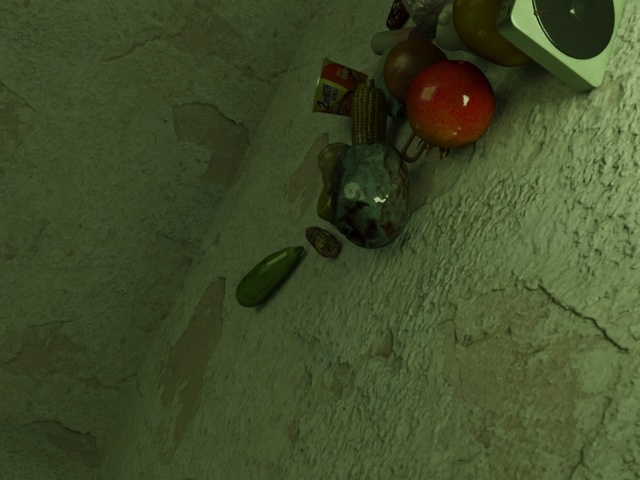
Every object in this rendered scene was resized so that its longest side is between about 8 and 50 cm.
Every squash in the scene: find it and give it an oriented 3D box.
[{"bbox_3d":[-0.194,0.126,2.241,0.370,0.118,0.118,-44,29,33],"label":"squash"}]

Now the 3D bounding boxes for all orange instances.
[{"bbox_3d":[0.438,-0.539,1.403,0.235,0.279,0.279,-33,37,50],"label":"orange"},{"bbox_3d":[0.285,-0.492,1.789,0.206,0.206,0.206,-47,28,34],"label":"orange"}]

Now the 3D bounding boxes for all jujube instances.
[{"bbox_3d":[0.142,-0.123,1.657,0.246,0.215,0.308,114,163,-59],"label":"jujube"},{"bbox_3d":[0.297,-0.865,2.319,0.129,0.077,0.077,-60,22,20],"label":"jujube"}]

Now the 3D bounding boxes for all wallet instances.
[{"bbox_3d":[0.255,-0.527,2.038,0.223,0.077,0.309,-61,25,13],"label":"wallet"}]

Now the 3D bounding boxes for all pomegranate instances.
[{"bbox_3d":[0.321,-0.321,1.522,0.221,0.220,0.257,-93,11,-50],"label":"pomegranate"}]

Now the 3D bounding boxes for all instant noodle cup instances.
[{"bbox_3d":[0.077,-0.557,2.258,0.213,0.174,0.213,15,-90,-89],"label":"instant noodle cup"}]

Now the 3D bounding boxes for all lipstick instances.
[{"bbox_3d":[0.280,-0.709,2.167,0.087,0.087,0.327,-61,23,5],"label":"lipstick"}]

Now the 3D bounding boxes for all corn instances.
[{"bbox_3d":[0.000,0.000,2.019,0.080,0.079,0.237,-62,20,3],"label":"corn"},{"bbox_3d":[0.157,-0.360,1.950,0.119,0.119,0.322,-8,81,63],"label":"corn"}]

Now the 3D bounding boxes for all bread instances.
[{"bbox_3d":[0.041,-0.120,2.045,0.125,0.086,0.156,-64,19,15],"label":"bread"}]

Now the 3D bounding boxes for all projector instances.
[{"bbox_3d":[0.491,-0.470,1.237,0.079,0.259,0.257,-10,56,64],"label":"projector"}]

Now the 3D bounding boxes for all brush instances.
[{"bbox_3d":[0.300,-0.320,1.690,0.234,0.103,0.047,-60,27,10],"label":"brush"}]

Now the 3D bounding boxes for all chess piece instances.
[{"bbox_3d":[0.063,-0.217,2.005,0.137,0.137,0.301,-53,19,23],"label":"chess piece"}]

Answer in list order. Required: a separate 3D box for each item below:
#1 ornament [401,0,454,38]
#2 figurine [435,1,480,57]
[{"bbox_3d":[0.364,-0.742,1.818,0.225,0.259,0.259,-32,33,18],"label":"ornament"},{"bbox_3d":[0.433,-0.546,1.611,0.155,0.235,0.127,43,-113,-73],"label":"figurine"}]
